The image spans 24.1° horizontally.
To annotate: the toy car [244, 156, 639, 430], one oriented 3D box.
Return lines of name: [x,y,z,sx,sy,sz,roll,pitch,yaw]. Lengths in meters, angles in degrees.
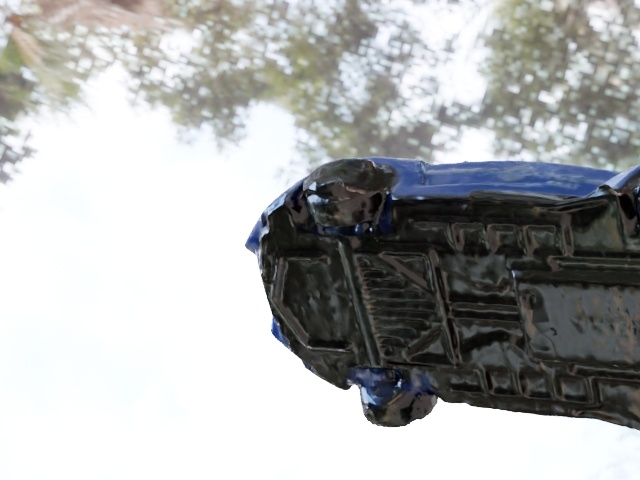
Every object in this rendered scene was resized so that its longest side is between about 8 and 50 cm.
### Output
toy car: [0.074,0.014,0.523,0.063,0.216,0.103,-46,-50,-46]
